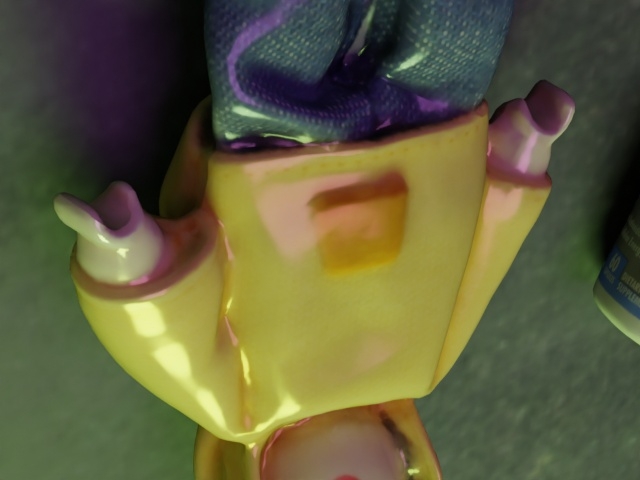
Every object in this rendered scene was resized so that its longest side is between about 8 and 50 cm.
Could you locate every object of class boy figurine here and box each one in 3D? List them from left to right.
[{"bbox_3d":[0.000,0.000,0.512,0.177,0.092,0.285,-9,120,-34],"label":"boy figurine"}]

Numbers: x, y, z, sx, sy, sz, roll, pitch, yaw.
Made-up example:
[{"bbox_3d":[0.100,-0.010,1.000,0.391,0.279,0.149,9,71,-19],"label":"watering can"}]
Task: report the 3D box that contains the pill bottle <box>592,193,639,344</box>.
[{"bbox_3d":[0.164,-0.021,0.620,0.078,0.078,0.137,10,112,-39],"label":"pill bottle"}]
